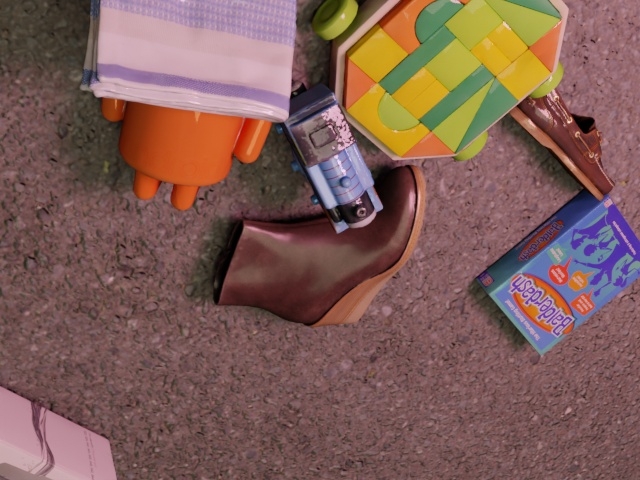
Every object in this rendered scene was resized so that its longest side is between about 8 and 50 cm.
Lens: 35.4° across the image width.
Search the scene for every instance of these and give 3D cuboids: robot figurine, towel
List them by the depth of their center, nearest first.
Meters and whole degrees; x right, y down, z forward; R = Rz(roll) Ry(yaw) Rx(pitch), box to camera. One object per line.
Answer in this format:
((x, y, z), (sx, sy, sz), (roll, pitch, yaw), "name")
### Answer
((-0.116, -0.262, 0.977), (0.209, 0.034, 0.284), (7, 83, -24), "towel")
((-0.140, -0.144, 1.067), (0.128, 0.158, 0.219), (-13, 128, -49), "robot figurine")

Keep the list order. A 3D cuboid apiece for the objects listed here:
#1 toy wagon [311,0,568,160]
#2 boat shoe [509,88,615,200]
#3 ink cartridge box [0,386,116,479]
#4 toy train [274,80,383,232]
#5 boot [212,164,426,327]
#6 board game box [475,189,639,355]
((0.169, -0.243, 1.137), (0.344, 0.068, 0.267), (-40, 125, 19), "toy wagon")
((0.323, -0.130, 1.281), (0.073, 0.073, 0.207), (-45, 124, 11), "boat shoe")
((-0.416, 0.292, 1.225), (0.273, 0.114, 0.198), (37, 102, -33), "ink cartridge box")
((0.009, -0.091, 1.119), (0.080, 0.105, 0.184), (-27, 115, -2), "toy train")
((0.000, 0.000, 1.225), (0.207, 0.090, 0.248), (13, 117, -29), "boot")
((0.345, 0.044, 1.406), (0.210, 0.047, 0.160), (-40, 124, 6), "board game box")
